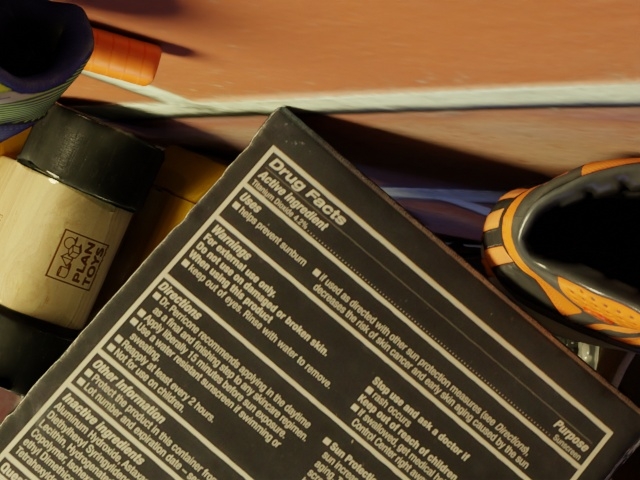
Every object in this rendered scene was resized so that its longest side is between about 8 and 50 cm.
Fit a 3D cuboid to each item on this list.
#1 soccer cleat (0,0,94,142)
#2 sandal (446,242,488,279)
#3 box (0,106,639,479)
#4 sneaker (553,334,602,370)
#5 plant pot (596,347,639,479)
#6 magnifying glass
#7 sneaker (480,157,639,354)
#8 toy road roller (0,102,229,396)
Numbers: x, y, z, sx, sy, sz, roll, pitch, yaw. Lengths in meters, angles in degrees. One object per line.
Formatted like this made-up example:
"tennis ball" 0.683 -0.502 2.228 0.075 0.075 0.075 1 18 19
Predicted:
"soccer cleat" -0.208 -0.116 0.514 0.121 0.093 0.289 -25 152 24
"sandal" 0.129 0.031 1.232 0.219 0.090 0.060 2 -168 25
"box" -0.012 0.133 0.830 0.296 0.294 0.183 41 171 2
"sneaker" 0.358 0.101 1.265 0.292 0.110 0.118 7 -179 41
"plant pot" 0.316 0.118 1.046 0.237 0.237 0.254 12 -171 -1
"magnifying glass" -0.193 -0.118 0.655 0.231 0.026 0.092 16 173 -19
"sneaker" 0.250 0.039 0.743 0.321 0.124 0.180 12 175 1
"toy road roller" -0.168 0.012 1.038 0.330 0.202 0.241 24 180 -42
